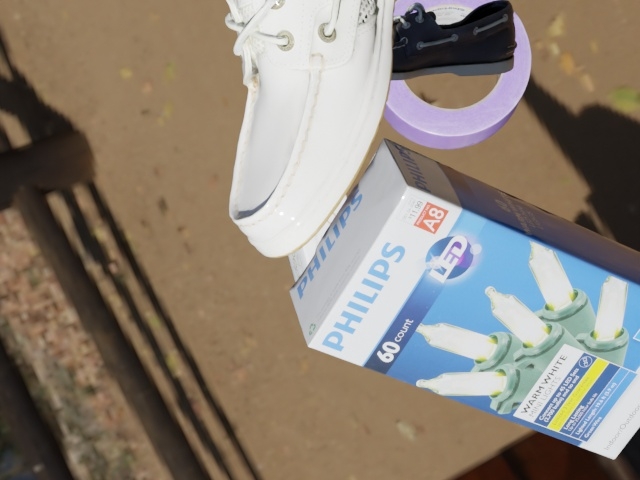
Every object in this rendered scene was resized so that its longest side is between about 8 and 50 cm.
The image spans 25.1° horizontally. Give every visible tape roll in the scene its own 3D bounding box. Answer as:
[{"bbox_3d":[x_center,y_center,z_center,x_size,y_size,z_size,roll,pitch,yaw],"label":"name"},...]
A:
[{"bbox_3d":[0.153,-0.208,1.717,0.189,0.189,0.080,62,177,7],"label":"tape roll"}]

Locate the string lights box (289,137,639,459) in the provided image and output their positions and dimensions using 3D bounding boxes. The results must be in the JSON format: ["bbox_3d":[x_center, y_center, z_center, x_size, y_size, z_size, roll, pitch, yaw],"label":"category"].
[{"bbox_3d":[0.125,0.044,0.990,0.133,0.260,0.076,-59,25,21],"label":"string lights box"}]

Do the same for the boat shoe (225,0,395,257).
[{"bbox_3d":[-0.013,-0.129,0.814,0.098,0.096,0.277,-9,61,52],"label":"boat shoe"}]

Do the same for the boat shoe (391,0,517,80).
[{"bbox_3d":[0.081,-0.180,1.258,0.075,0.206,0.065,43,132,54],"label":"boat shoe"}]

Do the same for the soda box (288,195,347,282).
[{"bbox_3d":[0.000,0.000,1.781,0.069,0.074,0.216,38,147,57],"label":"soda box"}]
